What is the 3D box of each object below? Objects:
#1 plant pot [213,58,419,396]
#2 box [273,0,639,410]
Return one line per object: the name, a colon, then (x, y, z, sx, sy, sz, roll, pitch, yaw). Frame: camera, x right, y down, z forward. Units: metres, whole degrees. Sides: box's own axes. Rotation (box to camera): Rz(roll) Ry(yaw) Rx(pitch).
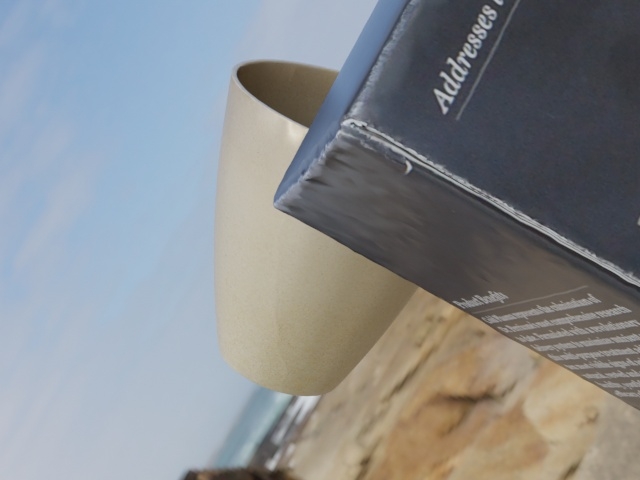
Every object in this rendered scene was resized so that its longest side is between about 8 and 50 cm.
plant pot: (0.000, 0.000, 1.233, 0.256, 0.256, 0.274, -59, -12, -68)
box: (0.295, -0.132, 0.847, 0.480, 0.471, 0.297, -62, 7, -11)
